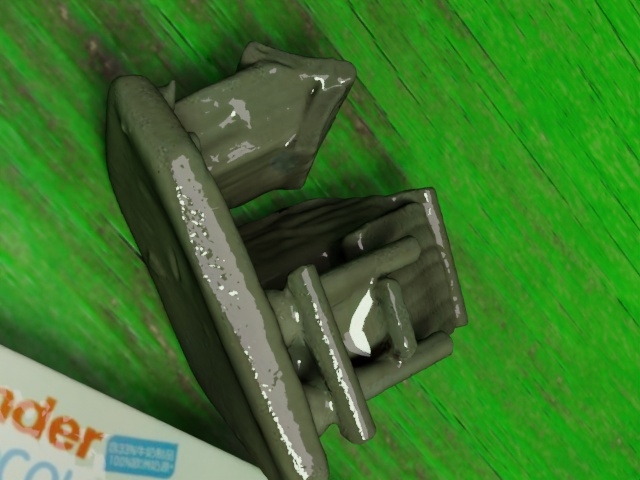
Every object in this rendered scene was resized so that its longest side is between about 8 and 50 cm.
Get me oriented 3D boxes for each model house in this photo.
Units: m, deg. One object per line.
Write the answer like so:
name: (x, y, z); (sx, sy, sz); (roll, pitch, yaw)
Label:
model house: (-0.008, 0.003, 0.600); (0.188, 0.122, 0.229); (-24, 92, -35)

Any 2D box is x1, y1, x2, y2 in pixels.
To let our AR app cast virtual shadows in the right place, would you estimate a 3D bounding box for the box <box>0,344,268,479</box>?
box: (-0.123, 0.211, 0.525); (0.273, 0.048, 0.265); (30, 69, -24)
